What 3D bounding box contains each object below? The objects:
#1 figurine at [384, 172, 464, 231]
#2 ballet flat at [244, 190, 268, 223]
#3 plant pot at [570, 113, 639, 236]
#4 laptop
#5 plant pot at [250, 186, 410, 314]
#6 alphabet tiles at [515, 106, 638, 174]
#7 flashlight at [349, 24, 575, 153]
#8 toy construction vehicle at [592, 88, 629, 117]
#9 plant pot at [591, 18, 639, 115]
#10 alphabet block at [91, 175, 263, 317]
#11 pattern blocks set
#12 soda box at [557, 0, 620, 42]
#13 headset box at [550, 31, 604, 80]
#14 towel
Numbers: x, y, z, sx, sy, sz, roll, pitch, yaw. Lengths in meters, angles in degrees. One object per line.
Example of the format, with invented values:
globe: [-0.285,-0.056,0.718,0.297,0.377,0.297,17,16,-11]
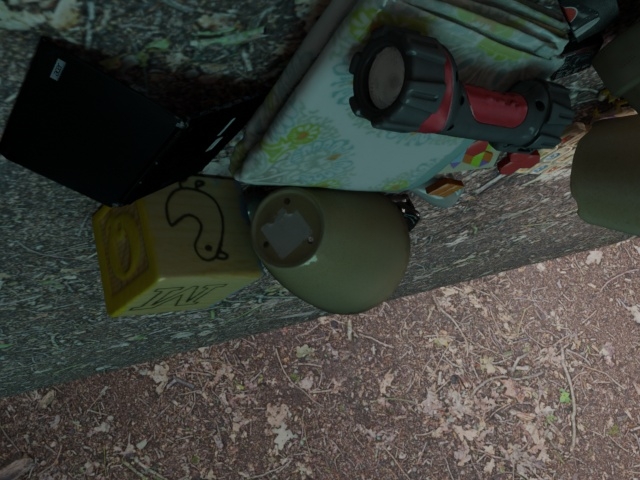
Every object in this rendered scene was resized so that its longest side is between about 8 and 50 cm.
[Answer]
figurine: [0.159,-0.093,1.182,0.210,0.092,0.215,3,155,-38]
ballet flat: [-0.150,-0.040,1.119,0.068,0.072,0.213,19,151,-15]
plant pot: [0.671,-0.120,1.056,0.334,0.333,0.305,-3,-170,-37]
laptop: [-0.233,-0.155,0.727,0.234,0.136,0.264,-32,-177,44]
plant pot: [0.000,0.000,0.961,0.257,0.256,0.274,-21,166,18]
alphabet tiles: [0.599,-0.218,1.284,0.284,0.021,0.278,-4,160,-37]
flashlight: [0.176,-0.162,0.628,0.304,0.103,0.103,-2,179,-35]
toy construction vehicle: [0.577,-0.271,1.062,0.098,0.035,0.086,-17,164,5]
plant pot: [0.577,-0.203,0.727,0.323,0.280,0.323,-25,175,-2]
alphabet block: [-0.246,0.010,0.948,0.197,0.192,0.193,-1,156,-45]
pattern blocks set: [0.243,-0.165,0.989,0.325,0.026,0.285,-16,149,5]
soda box: [0.315,-0.306,0.672,0.060,0.053,0.169,-25,161,29]
headset box: [0.383,-0.284,0.844,0.062,0.032,0.083,-18,163,6]
towel: [0.093,-0.186,0.743,0.321,0.090,0.374,2,151,-34]
